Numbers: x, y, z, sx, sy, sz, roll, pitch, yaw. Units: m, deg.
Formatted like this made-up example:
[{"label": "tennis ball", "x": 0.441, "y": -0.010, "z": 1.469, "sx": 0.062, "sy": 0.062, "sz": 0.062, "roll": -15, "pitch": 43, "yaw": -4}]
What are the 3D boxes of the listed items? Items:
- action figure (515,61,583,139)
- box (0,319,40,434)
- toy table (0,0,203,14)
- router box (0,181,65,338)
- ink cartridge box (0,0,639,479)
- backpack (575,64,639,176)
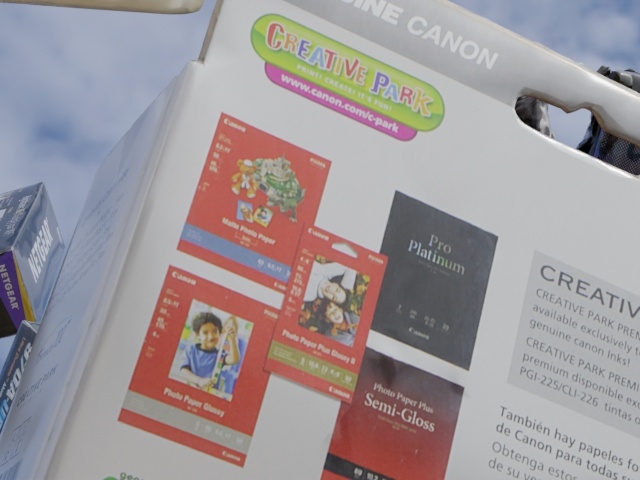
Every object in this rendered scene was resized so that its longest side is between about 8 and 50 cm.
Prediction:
[{"label": "action figure", "x": 0.131, "y": -0.099, "z": 1.509, "sx": 0.141, "sy": 0.164, "sz": 0.275, "roll": 35, "pitch": -67, "yaw": -30}, {"label": "box", "x": -0.087, "y": 0.146, "z": 0.793, "sx": 0.220, "sy": 0.051, "sz": 0.175, "roll": 17, "pitch": -80, "yaw": -43}, {"label": "toy table", "x": -0.168, "y": -0.083, "z": 0.374, "sx": 0.252, "sy": 0.161, "sz": 0.274, "roll": 18, "pitch": -78, "yaw": 8}, {"label": "router box", "x": -0.383, "y": 0.040, "z": 1.465, "sx": 0.243, "sy": 0.309, "sz": 0.081, "roll": -16, "pitch": -76, "yaw": 0}, {"label": "ink cartridge box", "x": 0.050, "y": 0.070, "z": 0.584, "sx": 0.309, "sy": 0.272, "sz": 0.130, "roll": 24, "pitch": -24, "yaw": -15}, {"label": "backpack", "x": 0.164, "y": -0.021, "z": 0.754, "sx": 0.084, "sy": 0.105, "sz": 0.114, "roll": 20, "pitch": -79, "yaw": 17}]
